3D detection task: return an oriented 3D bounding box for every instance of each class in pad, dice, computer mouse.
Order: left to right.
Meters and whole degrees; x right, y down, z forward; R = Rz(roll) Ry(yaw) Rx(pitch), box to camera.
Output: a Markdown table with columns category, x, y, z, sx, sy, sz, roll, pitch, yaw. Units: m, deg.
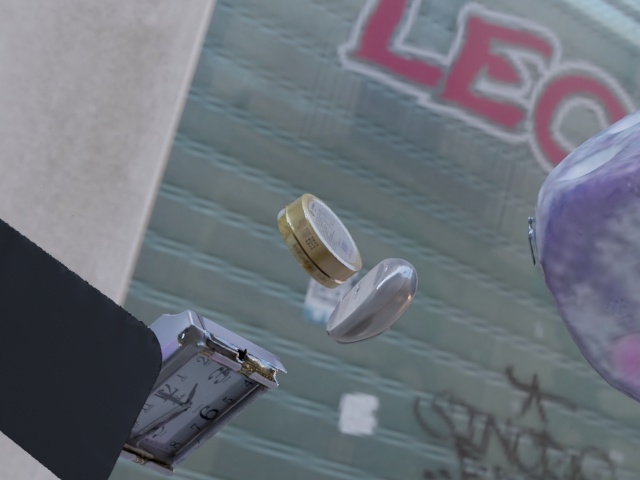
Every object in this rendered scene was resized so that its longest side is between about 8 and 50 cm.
| category | x | y | z | sx | sy | sz | roll | pitch | yaw |
| --- | --- | --- | --- | --- | --- | --- | --- | --- | --- |
| pad | -0.347 | 0.108 | 1.695 | 0.375 | 0.315 | 0.063 | 34 | 17 | 22 |
| computer mouse | 0.047 | 0.055 | 1.106 | 0.039 | 0.066 | 0.096 | 38 | -56 | -11 |
| dice | 0.400 | -0.002 | 1.314 | 0.271 | 0.270 | 0.270 | -21 | -77 | 44 |

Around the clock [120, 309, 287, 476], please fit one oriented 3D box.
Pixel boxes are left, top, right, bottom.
| category | x | y | z | sx | sy | sz | roll | pitch | yaw |
| --- | --- | --- | --- | --- | --- | --- | --- | --- | --- |
| clock | -0.194 | 0.205 | 1.760 | 0.253 | 0.083 | 0.186 | -41 | -48 | 18 |

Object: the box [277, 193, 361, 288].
| category | x | y | z | sx | sy | sz | roll | pitch | yaw |
| --- | --- | --- | --- | --- | --- | --- | --- | --- | --- |
| box | 0.000 | 0.000 | 1.404 | 0.037 | 0.105 | 0.105 | -36 | -37 | 17 |
